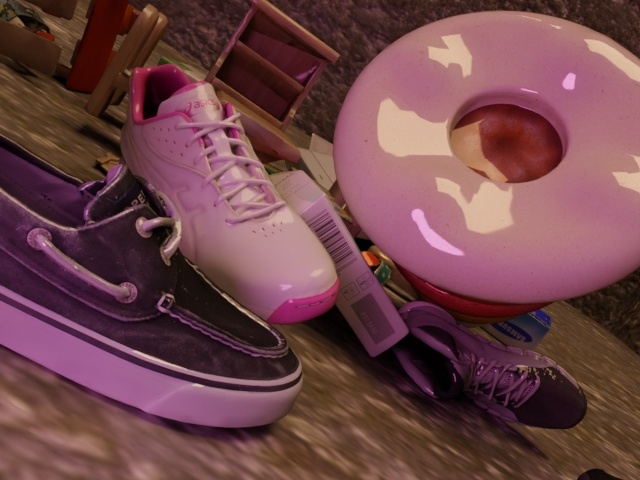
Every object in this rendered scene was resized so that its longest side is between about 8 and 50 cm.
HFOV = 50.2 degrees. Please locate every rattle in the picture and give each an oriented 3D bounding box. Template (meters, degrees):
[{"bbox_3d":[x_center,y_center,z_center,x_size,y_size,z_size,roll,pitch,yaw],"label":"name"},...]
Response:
[{"bbox_3d":[0.141,0.016,1.057,0.199,0.142,0.130,31,28,-48],"label":"rattle"}]

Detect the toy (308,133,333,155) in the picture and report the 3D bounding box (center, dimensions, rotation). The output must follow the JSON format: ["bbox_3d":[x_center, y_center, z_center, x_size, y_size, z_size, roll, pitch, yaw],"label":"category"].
[{"bbox_3d":[0.046,-0.113,1.468,0.237,0.137,0.056,25,-27,-33],"label":"toy"}]

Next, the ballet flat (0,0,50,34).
[{"bbox_3d":[-0.430,-0.300,0.964,0.070,0.070,0.188,32,14,-8],"label":"ballet flat"}]

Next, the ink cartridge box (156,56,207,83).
[{"bbox_3d":[-0.201,-0.241,1.281,0.219,0.093,0.160,34,11,2],"label":"ink cartridge box"}]

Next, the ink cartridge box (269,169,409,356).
[{"bbox_3d":[0.000,0.000,0.742,0.181,0.056,0.225,57,1,-26],"label":"ink cartridge box"}]

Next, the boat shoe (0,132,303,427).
[{"bbox_3d":[-0.124,0.007,0.385,0.301,0.102,0.108,30,11,-18],"label":"boat shoe"}]

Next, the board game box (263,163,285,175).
[{"bbox_3d":[-0.011,-0.074,1.281,0.259,0.030,0.136,24,16,-41],"label":"board game box"}]

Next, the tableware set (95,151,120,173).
[{"bbox_3d":[-0.162,-0.052,0.760,0.168,0.020,0.141,36,11,8],"label":"tableware set"}]

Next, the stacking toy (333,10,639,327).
[{"bbox_3d":[0.201,-0.001,0.855,0.350,0.350,0.480,38,-20,23],"label":"stacking toy"}]

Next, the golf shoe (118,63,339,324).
[{"bbox_3d":[-0.093,-0.048,0.574,0.115,0.140,0.306,-20,42,-34],"label":"golf shoe"}]

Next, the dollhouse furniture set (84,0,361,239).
[{"bbox_3d":[-0.085,-0.208,0.988,0.362,0.256,0.394,32,8,-16],"label":"dollhouse furniture set"}]

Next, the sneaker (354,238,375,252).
[{"bbox_3d":[0.097,-0.002,1.214,0.170,0.051,0.089,25,18,-24],"label":"sneaker"}]

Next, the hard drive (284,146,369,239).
[{"bbox_3d":[0.129,-0.066,1.245,0.353,0.047,0.233,10,30,-31],"label":"hard drive"}]

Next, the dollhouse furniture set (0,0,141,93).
[{"bbox_3d":[-0.297,-0.332,0.963,0.135,0.259,0.262,25,12,5],"label":"dollhouse furniture set"}]

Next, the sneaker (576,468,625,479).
[{"bbox_3d":[0.374,0.271,0.627,0.283,0.124,0.107,33,10,-2],"label":"sneaker"}]

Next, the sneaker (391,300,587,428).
[{"bbox_3d":[0.167,0.149,0.711,0.228,0.086,0.132,25,14,11],"label":"sneaker"}]

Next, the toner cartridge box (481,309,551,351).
[{"bbox_3d":[0.270,0.080,1.302,0.347,0.075,0.165,37,13,16],"label":"toner cartridge box"}]
